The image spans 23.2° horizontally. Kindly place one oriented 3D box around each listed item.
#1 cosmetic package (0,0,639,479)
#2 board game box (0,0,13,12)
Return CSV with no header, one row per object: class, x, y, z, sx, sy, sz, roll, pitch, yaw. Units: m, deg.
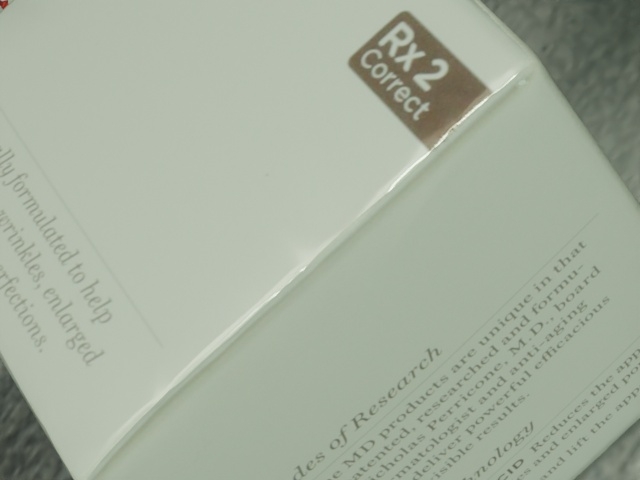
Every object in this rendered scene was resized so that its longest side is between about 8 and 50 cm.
cosmetic package,0.000,0.000,0.473,0.151,0.183,0.151,-44,52,4
board game box,-0.247,-0.049,0.732,0.317,0.046,0.214,-29,54,15
